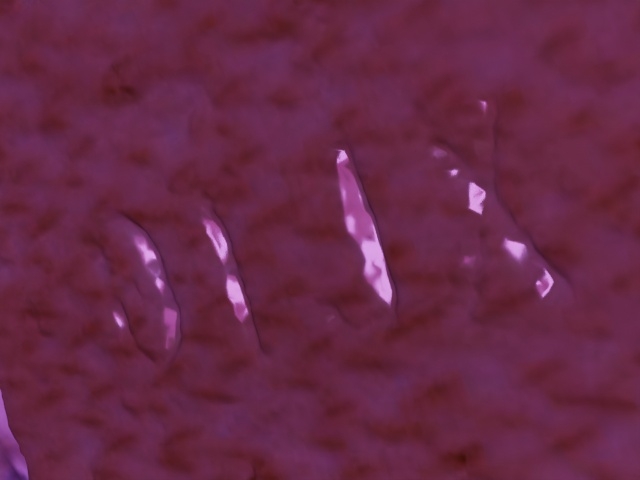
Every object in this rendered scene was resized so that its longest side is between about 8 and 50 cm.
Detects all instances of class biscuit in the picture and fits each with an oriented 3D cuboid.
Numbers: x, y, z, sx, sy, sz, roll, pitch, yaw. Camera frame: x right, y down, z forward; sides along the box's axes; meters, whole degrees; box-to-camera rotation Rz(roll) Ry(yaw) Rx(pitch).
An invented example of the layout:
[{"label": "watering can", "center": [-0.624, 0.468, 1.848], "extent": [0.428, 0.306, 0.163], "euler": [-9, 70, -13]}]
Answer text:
[{"label": "biscuit", "center": [0.000, 0.000, 0.472], "extent": [0.325, 0.044, 0.217], "euler": [-16, 93, 48]}]
